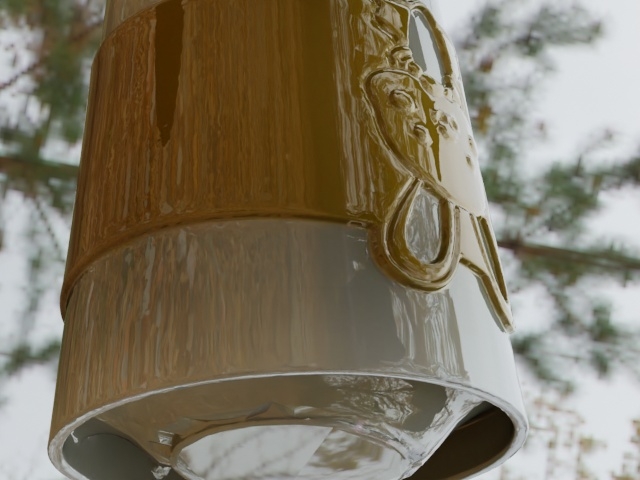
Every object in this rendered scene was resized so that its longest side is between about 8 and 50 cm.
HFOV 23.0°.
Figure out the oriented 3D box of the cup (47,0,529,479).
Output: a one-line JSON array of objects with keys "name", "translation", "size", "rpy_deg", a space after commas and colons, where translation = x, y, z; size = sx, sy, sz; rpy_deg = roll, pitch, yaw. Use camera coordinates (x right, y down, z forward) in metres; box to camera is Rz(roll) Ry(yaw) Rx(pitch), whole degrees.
[{"name": "cup", "translation": [0.000, 0.000, 0.667], "size": [0.185, 0.241, 0.226], "rpy_deg": [-20, -118, 33]}]
